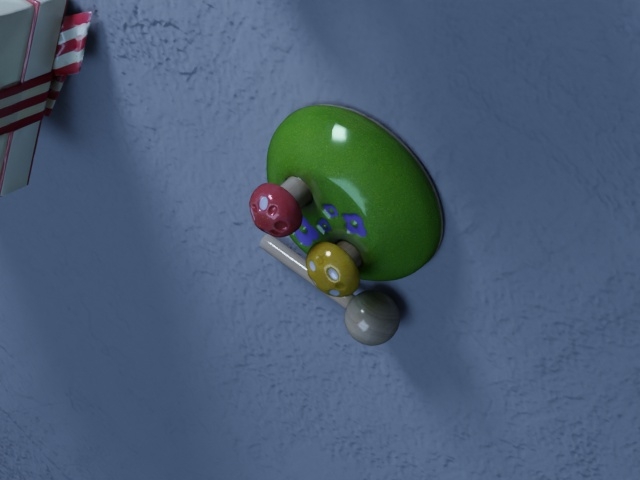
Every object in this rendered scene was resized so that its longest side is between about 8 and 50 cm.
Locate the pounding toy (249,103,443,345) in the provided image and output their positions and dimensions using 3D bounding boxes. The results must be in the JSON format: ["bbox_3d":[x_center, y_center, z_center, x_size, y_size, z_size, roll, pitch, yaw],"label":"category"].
[{"bbox_3d":[0.000,0.000,1.489,0.183,0.110,0.237,33,142,17],"label":"pounding toy"}]

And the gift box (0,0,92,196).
[{"bbox_3d":[-0.391,-0.180,1.590,0.255,0.258,0.276,35,123,17],"label":"gift box"}]
